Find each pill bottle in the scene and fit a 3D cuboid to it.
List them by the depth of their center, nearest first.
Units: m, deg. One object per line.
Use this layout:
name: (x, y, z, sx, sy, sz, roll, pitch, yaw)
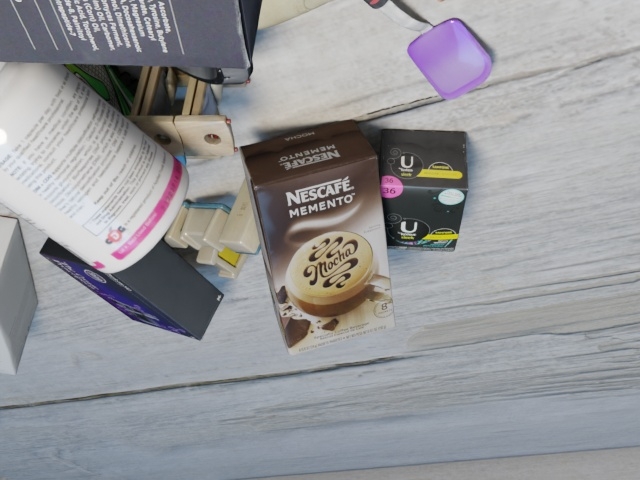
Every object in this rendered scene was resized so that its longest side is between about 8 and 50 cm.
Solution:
pill bottle: (-0.297, -0.103, 0.875, 0.160, 0.160, 0.283, -22, 130, 37)

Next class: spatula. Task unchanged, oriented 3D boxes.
spatula: (0.086, -0.262, 0.908, 0.084, 0.030, 0.296, -25, 137, 38)

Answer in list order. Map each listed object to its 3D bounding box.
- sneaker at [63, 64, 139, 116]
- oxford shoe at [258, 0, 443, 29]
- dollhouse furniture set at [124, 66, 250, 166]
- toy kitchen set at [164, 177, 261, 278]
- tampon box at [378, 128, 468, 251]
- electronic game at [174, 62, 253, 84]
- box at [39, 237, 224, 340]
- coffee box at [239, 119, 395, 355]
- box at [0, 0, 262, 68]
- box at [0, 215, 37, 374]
sneaker: (-0.315, -0.188, 0.978, 0.134, 0.146, 0.343, -11, 144, 25)
oxford shoe: (0.064, -0.276, 0.716, 0.397, 0.147, 0.140, -23, 162, 28)
dollhouse furniture set: (-0.157, -0.142, 1.043, 0.129, 0.129, 0.184, 1, 147, 7)
toy kitchen set: (-0.123, -0.018, 1.291, 0.207, 0.122, 0.166, 4, 156, 43)
tampon box: (0.142, -0.069, 1.144, 0.120, 0.101, 0.161, 2, 148, 4)
electronic game: (-0.171, -0.245, 0.867, 0.229, 0.048, 0.229, 32, 172, 5)
box: (-0.317, 0.059, 1.373, 0.184, 0.103, 0.261, 8, 154, 33)
coffee box: (0.000, 0.000, 1.125, 0.168, 0.119, 0.297, -15, 126, -7)
box: (-0.189, -0.307, 0.576, 0.312, 0.343, 0.179, 3, 147, 6)
box: (-0.666, 0.097, 1.474, 0.215, 0.168, 0.345, 10, 149, -8)
